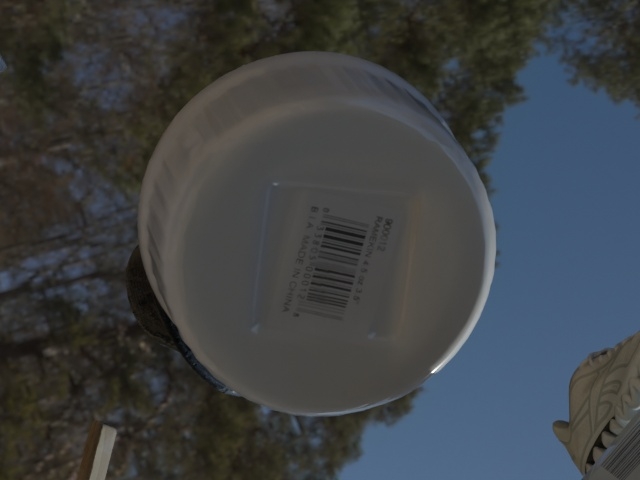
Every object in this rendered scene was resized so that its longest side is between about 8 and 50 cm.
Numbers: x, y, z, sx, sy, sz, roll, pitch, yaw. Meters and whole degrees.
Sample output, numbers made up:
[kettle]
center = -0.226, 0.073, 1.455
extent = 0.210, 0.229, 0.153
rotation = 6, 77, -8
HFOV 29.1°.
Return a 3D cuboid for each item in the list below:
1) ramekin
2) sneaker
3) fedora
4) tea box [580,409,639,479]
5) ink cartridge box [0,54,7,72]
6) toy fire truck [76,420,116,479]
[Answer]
[ramekin]
center = 0.000, 0.000, 0.949
extent = 0.135, 0.277, 0.277
rotation = -123, -154, -73
[sneaker]
center = 0.305, 0.141, 1.216
extent = 0.118, 0.110, 0.292
rotation = 56, -35, 38
[fedora]
center = -0.183, 0.082, 1.883
extent = 0.152, 0.334, 0.334
rotation = -10, -83, 36
[tea box]
center = 0.314, 0.294, 0.791
extent = 0.323, 0.220, 0.329
rotation = 40, 0, 1
[ink cartridge box]
center = -0.357, -0.047, 0.791
extent = 0.065, 0.333, 0.165
rotation = 50, -9, -4
[toy fire truck]
center = -0.218, 0.302, 1.205
extent = 0.246, 0.158, 0.217
rotation = 54, -19, 21
